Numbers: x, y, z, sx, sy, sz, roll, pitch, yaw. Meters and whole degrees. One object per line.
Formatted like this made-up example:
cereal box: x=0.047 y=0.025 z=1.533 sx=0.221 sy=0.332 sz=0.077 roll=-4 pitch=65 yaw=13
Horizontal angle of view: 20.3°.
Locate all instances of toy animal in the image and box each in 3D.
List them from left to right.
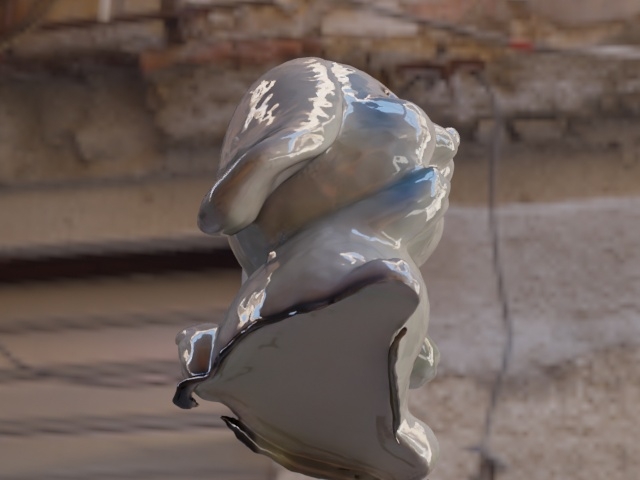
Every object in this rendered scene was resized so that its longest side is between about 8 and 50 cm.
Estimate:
toy animal: x=-0.001 y=0.020 z=1.183 sx=0.174 sy=0.249 sz=0.289 roll=3 pitch=25 yaw=6
